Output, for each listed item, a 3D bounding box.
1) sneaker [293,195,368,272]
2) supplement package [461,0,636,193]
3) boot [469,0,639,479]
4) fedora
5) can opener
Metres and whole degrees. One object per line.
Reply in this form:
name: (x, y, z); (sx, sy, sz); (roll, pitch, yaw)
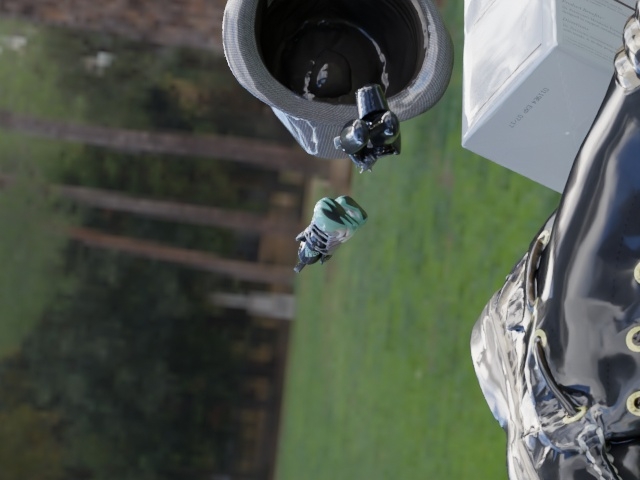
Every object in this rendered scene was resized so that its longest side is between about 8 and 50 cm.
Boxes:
sneaker: (0.000, 0.000, 1.466); (0.069, 0.038, 0.098); (-47, -11, 13)
supplement package: (0.211, -0.178, 1.541); (0.139, 0.134, 0.244); (-47, 27, 42)
boot: (0.215, 0.029, 1.052); (0.377, 0.138, 0.284); (-108, 36, -64)
fedora: (0.014, -0.183, 1.942); (0.124, 0.243, 0.275); (100, 165, -51)
can opener: (0.039, -0.094, 1.570); (0.186, 0.059, 0.073); (-80, -34, -84)
